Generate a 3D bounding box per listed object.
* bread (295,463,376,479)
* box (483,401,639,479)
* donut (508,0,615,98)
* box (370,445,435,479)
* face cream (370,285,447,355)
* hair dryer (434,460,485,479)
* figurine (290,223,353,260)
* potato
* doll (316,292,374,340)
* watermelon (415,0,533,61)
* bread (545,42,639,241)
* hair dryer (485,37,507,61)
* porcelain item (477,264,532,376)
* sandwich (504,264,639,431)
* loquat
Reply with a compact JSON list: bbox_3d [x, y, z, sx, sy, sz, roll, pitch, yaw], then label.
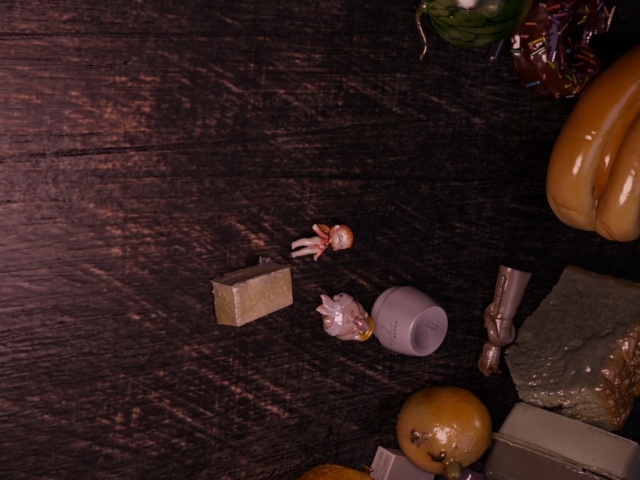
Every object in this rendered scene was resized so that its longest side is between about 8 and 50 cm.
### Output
[{"bbox_3d":[0.036,0.554,1.680,0.215,0.398,0.398,-39,126,-32],"label":"bread"},{"bbox_3d":[0.445,0.435,1.900,0.166,0.290,0.221,-55,141,-26],"label":"box"},{"bbox_3d":[0.435,-0.368,1.862,0.216,0.096,0.230,29,86,-42],"label":"donut"},{"bbox_3d":[0.141,0.455,1.931,0.129,0.051,0.130,19,92,-42],"label":"box"},{"bbox_3d":[0.151,0.139,1.795,0.117,0.104,0.117,-13,113,-34],"label":"face cream"},{"bbox_3d":[0.317,0.575,2.096,0.361,0.121,0.301,10,107,-46],"label":"hair dryer"},{"bbox_3d":[0.000,0.000,1.665,0.109,0.047,0.064,-15,122,-25],"label":"figurine"},{"bbox_3d":[-0.102,0.078,1.597,0.122,0.061,0.086,-19,114,-35],"label":"potato"},{"bbox_3d":[0.044,0.129,1.718,0.127,0.084,0.073,33,82,-49],"label":"doll"},{"bbox_3d":[0.267,-0.409,1.691,0.232,0.127,0.204,-21,116,-29],"label":"watermelon"},{"bbox_3d":[0.612,-0.175,1.930,0.424,0.245,0.329,-44,153,-12],"label":"bread"},{"bbox_3d":[0.284,-0.343,1.794,0.083,0.026,0.047,22,89,-38],"label":"hair dryer"},{"bbox_3d":[0.345,0.154,1.993,0.084,0.054,0.213,10,98,-38],"label":"porcelain item"},{"bbox_3d":[0.505,0.215,2.009,0.325,0.262,0.131,-52,126,-13],"label":"sandwich"},{"bbox_3d":[0.222,0.343,1.869,0.172,0.205,0.150,-5,128,3],"label":"loquat"}]
